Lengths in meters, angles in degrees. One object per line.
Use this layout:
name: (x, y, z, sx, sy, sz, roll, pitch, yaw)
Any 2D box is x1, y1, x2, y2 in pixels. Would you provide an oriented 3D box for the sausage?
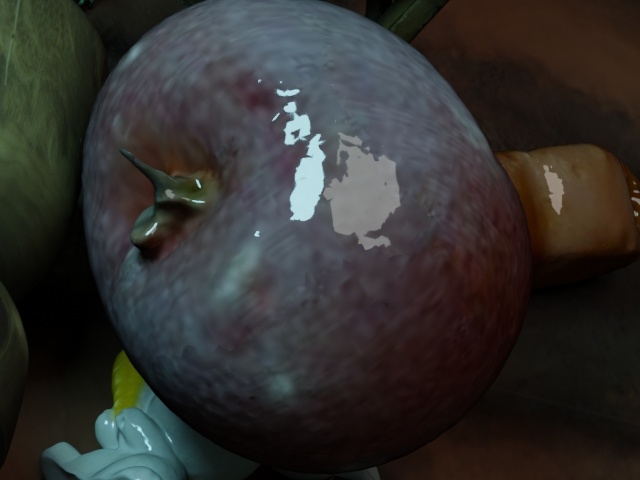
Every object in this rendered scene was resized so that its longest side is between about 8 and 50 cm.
sausage: (0.098, -0.008, 1.214, 0.348, 0.094, 0.097, -6, 75, -39)

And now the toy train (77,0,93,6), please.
toy train: (-0.177, -0.203, 1.222, 0.045, 0.029, 0.092, 10, 53, -18)

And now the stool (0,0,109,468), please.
stool: (-0.224, -0.013, 0.938, 0.179, 0.179, 0.264, 24, 48, -17)

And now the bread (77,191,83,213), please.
bread: (-0.082, -0.050, 1.106, 0.111, 0.114, 0.129, 43, 44, 1)

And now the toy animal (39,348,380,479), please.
toy animal: (-0.067, 0.122, 1.023, 0.181, 0.131, 0.127, -29, 108, -36)

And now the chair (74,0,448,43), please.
chair: (0.028, -0.276, 1.116, 0.240, 0.416, 0.203, 28, 45, -27)

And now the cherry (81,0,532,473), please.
cherry: (0.000, 0.000, 0.939, 0.307, 0.221, 0.261, 30, 31, -55)
